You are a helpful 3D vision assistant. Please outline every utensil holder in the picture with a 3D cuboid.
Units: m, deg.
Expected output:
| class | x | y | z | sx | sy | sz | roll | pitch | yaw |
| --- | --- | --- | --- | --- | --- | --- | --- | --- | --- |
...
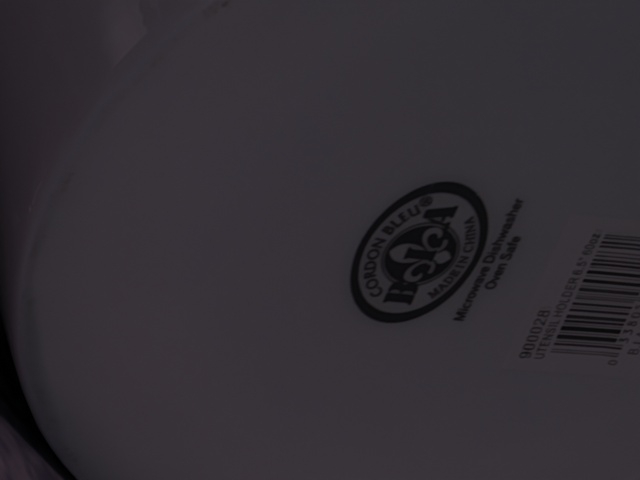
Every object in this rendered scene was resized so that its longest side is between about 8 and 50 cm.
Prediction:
| class | x | y | z | sx | sy | sz | roll | pitch | yaw |
| --- | --- | --- | --- | --- | --- | --- | --- | --- | --- |
| utensil holder | -0.005 | -0.108 | 0.715 | 0.327 | 0.328 | 0.385 | 56 | 8 | -42 |
